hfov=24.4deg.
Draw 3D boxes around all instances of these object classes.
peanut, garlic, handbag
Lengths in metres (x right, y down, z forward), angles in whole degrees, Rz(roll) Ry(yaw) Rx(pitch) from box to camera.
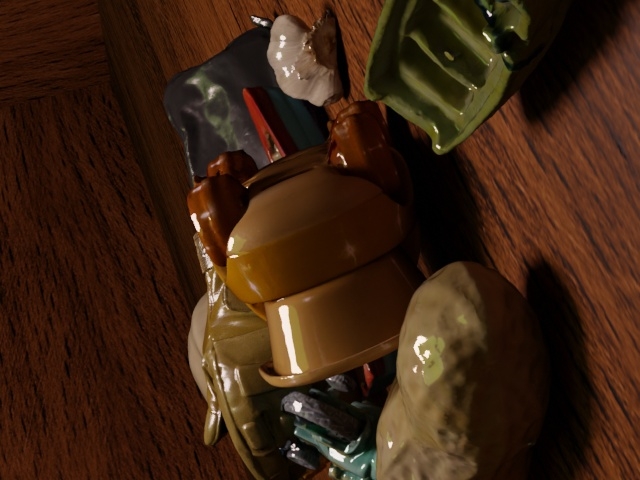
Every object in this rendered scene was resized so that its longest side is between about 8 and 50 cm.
[{"bbox_3d":[0.117,0.137,1.226,0.313,0.149,0.149,91,160,-55],"label":"peanut"},{"bbox_3d":[-0.017,-0.193,1.593,0.113,0.074,0.094,62,163,-16],"label":"garlic"},{"bbox_3d":[-0.084,-0.102,1.834,0.075,0.191,0.332,8,-120,-56],"label":"handbag"}]

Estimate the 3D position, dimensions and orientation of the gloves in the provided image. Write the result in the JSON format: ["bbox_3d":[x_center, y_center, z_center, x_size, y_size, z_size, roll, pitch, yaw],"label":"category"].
[{"bbox_3d":[-0.064,0.126,1.683,0.141,0.154,0.331,157,105,-67],"label":"gloves"}]

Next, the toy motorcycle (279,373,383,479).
[{"bbox_3d":[0.062,0.216,1.568,0.109,0.198,0.296,-64,-9,-9],"label":"toy motorcycle"}]

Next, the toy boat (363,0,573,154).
[{"bbox_3d":[0.099,-0.147,0.987,0.111,0.084,0.276,42,164,6],"label":"toy boat"}]

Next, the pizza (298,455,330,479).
[{"bbox_3d":[-0.021,0.269,2.196,0.305,0.085,0.161,-147,65,-71],"label":"pizza"}]

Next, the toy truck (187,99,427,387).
[{"bbox_3d":[0.000,0.000,1.375,0.288,0.204,0.212,-87,-26,-81],"label":"toy truck"}]

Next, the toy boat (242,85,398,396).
[{"bbox_3d":[0.008,-0.014,1.690,0.136,0.079,0.392,99,152,-69],"label":"toy boat"}]

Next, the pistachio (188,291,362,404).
[{"bbox_3d":[-0.061,0.142,1.908,0.332,0.226,0.208,-120,45,-59],"label":"pistachio"}]
